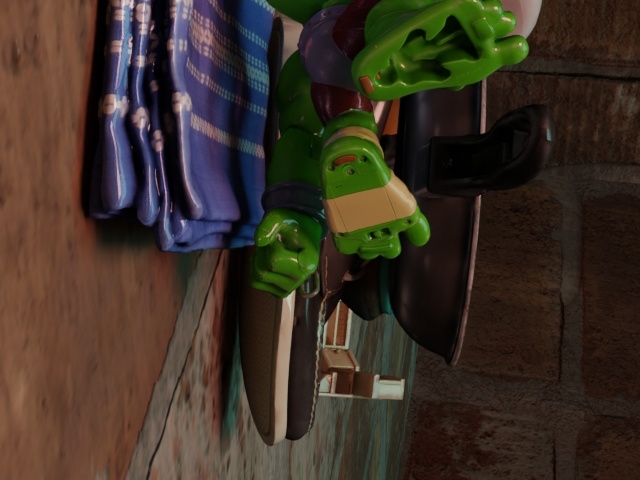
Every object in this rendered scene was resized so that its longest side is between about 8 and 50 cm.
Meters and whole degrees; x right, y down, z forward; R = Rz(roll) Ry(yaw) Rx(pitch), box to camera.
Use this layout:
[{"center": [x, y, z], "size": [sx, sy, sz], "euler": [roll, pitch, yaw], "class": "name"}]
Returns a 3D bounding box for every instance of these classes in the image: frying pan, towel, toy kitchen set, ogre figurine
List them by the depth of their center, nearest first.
[{"center": [0.024, -0.079, 0.551], "size": [0.118, 0.097, 0.197], "euler": [-96, -167, -48], "class": "ogre figurine"}, {"center": [-0.032, -0.162, 0.559], "size": [0.243, 0.040, 0.335], "euler": [6, 90, -83], "class": "towel"}, {"center": [0.064, -0.008, 0.675], "size": [0.326, 0.053, 0.197], "euler": [-82, 175, -71], "class": "frying pan"}, {"center": [0.014, 0.082, 1.027], "size": [0.068, 0.083, 0.075], "euler": [8, 88, -41], "class": "toy kitchen set"}]

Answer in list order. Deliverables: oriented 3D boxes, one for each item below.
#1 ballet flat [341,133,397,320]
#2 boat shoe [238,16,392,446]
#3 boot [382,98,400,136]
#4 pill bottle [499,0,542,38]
[{"center": [0.036, -0.016, 0.937], "size": [0.280, 0.096, 0.095], "euler": [-43, 140, -66], "class": "ballet flat"}, {"center": [0.000, 0.000, 0.720], "size": [0.084, 0.079, 0.233], "euler": [-151, -114, -68], "class": "boat shoe"}, {"center": [0.067, -0.079, 1.279], "size": [0.197, 0.073, 0.152], "euler": [62, 39, -73], "class": "boot"}, {"center": [0.135, -0.303, 1.253], "size": [0.162, 0.162, 0.278], "euler": [88, 10, -46], "class": "pill bottle"}]
